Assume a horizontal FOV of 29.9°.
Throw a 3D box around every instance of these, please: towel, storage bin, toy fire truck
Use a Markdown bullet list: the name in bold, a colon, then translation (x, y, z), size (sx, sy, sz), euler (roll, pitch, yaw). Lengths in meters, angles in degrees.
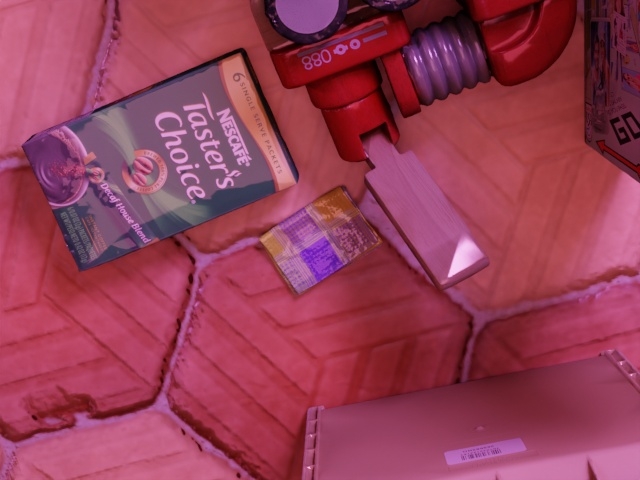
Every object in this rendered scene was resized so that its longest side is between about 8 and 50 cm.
- **towel**: translation (0.000, 0.000, 0.944), size (0.083, 0.009, 0.060), euler (-30, 102, 6)
- **storage bin**: translation (0.126, 0.188, 0.863), size (0.262, 0.260, 0.123), euler (-11, 99, 3)
- **toy fire truck**: translation (0.086, -0.116, 0.858), size (0.217, 0.158, 0.246), euler (-20, 114, 4)

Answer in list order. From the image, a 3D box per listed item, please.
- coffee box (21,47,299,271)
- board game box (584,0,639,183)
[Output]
- **coffee box**: translation (-0.121, -0.061, 0.913), size (0.184, 0.040, 0.113), euler (-21, 102, 5)
- **board game box**: translation (0.219, -0.143, 0.754), size (0.046, 0.317, 0.213), euler (-3, 103, 1)
